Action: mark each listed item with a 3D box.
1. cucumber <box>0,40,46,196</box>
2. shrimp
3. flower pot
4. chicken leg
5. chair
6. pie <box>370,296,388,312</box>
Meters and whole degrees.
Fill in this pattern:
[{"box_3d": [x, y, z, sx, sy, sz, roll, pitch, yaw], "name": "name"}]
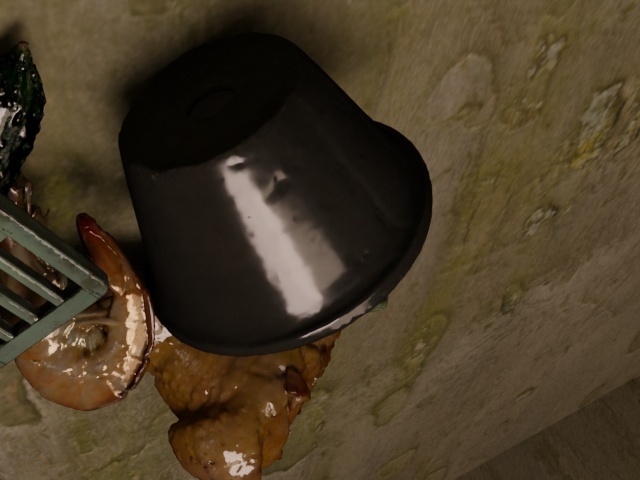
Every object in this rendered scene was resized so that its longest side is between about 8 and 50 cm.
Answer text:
[{"box_3d": [-0.282, -0.027, 0.719, 0.072, 0.072, 0.300, 5, 134, -52], "name": "cucumber"}, {"box_3d": [-0.209, 0.035, 0.784, 0.133, 0.236, 0.053, -5, -163, 20], "name": "shrimp"}, {"box_3d": [-0.057, -0.056, 0.773, 0.269, 0.269, 0.166, -33, 134, -2], "name": "flower pot"}, {"box_3d": [-0.131, 0.115, 0.938, 0.409, 0.295, 0.182, 12, 149, -38], "name": "chicken leg"}, {"box_3d": [-0.274, 0.031, 0.630, 0.136, 0.147, 0.270, -33, 128, 12], "name": "chair"}, {"box_3d": [0.000, 0.000, 0.963, 0.041, 0.186, 0.187, -38, 154, 18], "name": "pie"}]
